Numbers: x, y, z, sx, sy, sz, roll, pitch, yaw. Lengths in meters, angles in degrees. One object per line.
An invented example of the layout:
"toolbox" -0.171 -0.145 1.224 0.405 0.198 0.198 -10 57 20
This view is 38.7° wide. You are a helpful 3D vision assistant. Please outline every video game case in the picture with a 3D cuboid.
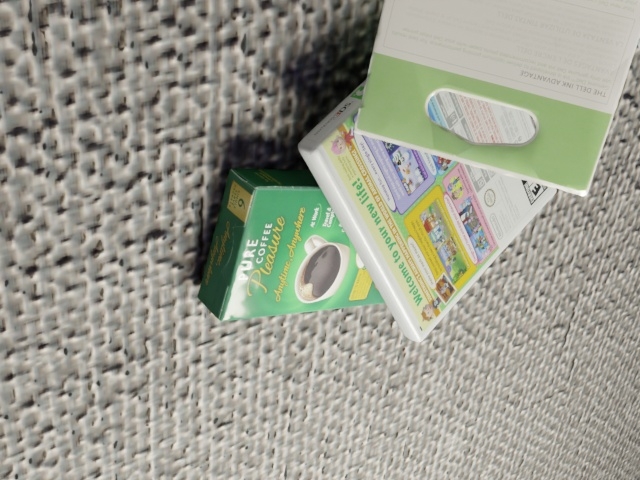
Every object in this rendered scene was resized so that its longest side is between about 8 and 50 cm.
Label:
"video game case" 0.095 -0.055 0.718 0.193 0.023 0.212 -45 129 -19

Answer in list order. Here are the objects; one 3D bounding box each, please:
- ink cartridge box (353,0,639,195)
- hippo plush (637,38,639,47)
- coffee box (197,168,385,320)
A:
"ink cartridge box" 0.130 -0.166 0.597 0.056 0.171 0.235 -55 159 -64
"hippo plush" 0.278 -0.203 0.648 0.234 0.236 0.294 -22 132 -27
"coffee box" 0.000 0.000 0.715 0.184 0.040 0.113 -4 120 -39
